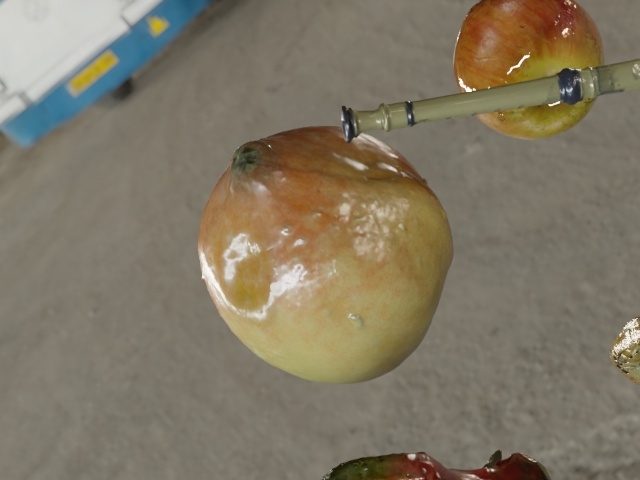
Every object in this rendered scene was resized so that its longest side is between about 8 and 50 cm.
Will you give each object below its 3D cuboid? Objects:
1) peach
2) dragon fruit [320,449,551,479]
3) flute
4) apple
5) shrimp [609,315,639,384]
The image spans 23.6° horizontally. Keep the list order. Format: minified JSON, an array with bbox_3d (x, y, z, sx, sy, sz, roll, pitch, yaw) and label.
[{"bbox_3d":[0.000,0.000,1.263,0.232,0.232,0.232,-37,15,12],"label":"peach"},{"bbox_3d":[0.081,0.260,1.035,0.302,0.231,0.237,6,4,19],"label":"dragon fruit"},{"bbox_3d":[0.128,-0.097,1.036,0.233,0.027,0.027,-10,12,-8],"label":"flute"},{"bbox_3d":[0.190,-0.169,1.418,0.146,0.146,0.146,-37,15,12],"label":"apple"},{"bbox_3d":[0.347,0.110,1.590,0.043,0.091,0.184,-53,-20,-20],"label":"shrimp"}]
